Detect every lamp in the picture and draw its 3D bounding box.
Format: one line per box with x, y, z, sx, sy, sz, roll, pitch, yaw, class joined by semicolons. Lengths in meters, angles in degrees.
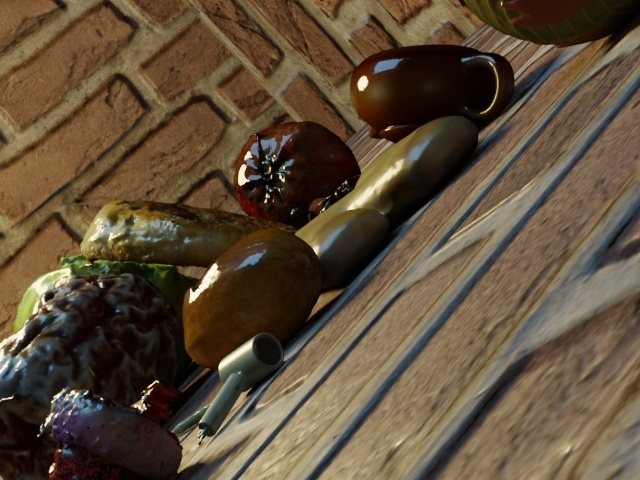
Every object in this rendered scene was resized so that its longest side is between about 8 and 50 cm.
0.214;-0.325;1.443;0.250;0.284;0.250;-26;-47;-32;lamp

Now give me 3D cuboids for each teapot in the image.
0.138;-0.162;1.727;0.178;0.135;0.252;-7;2;-36;teapot

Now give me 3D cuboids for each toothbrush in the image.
-0.140;0.190;1.491;0.014;0.011;0.167;-52;8;-34;toothbrush

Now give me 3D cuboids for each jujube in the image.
-0.287;0.165;1.750;0.226;0.226;0.317;-41;5;25;jujube

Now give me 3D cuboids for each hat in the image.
-0.198;0.228;1.230;0.140;0.129;0.227;-2;54;47;hat

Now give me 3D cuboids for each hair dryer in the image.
-0.081;0.139;1.329;0.063;0.038;0.124;-39;12;44;hair dryer

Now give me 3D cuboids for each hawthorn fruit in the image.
-0.013;-0.083;2.111;0.181;0.181;0.235;-41;-25;28;hawthorn fruit

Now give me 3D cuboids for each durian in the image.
-0.302;0.151;2.032;0.340;0.204;0.255;-1;-57;-36;durian

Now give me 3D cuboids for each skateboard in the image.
0.038;-0.050;1.960;0.151;0.067;0.080;-33;0;41;skateboard

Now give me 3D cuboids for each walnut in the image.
-0.075;0.065;1.467;0.207;0.116;0.116;-44;3;39;walnut

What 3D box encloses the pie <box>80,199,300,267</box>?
-0.155;0.000;1.920;0.315;0.315;0.092;-146;61;-86;pie

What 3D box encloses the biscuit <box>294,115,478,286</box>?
0.050;-0.034;1.609;0.237;0.062;0.291;-44;3;-11;biscuit

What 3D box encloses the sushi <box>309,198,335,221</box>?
0.000;0.000;1.799;0.083;0.056;0.085;-51;6;-8;sushi
